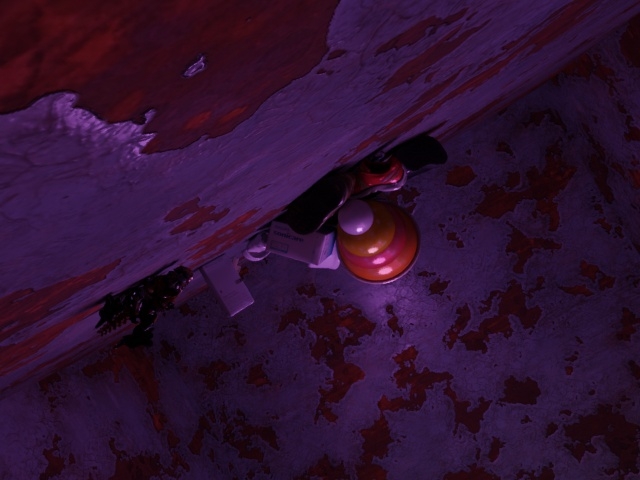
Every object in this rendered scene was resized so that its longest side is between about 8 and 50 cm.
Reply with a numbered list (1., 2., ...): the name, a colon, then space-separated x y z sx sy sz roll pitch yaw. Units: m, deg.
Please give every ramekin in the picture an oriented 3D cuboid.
1. ramekin: 0.000 0.000 1.952 0.135 0.277 0.277 -2 173 -12

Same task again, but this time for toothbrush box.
1. toothbrush box: -0.065 -0.008 1.674 0.295 0.217 0.126 -30 135 -78

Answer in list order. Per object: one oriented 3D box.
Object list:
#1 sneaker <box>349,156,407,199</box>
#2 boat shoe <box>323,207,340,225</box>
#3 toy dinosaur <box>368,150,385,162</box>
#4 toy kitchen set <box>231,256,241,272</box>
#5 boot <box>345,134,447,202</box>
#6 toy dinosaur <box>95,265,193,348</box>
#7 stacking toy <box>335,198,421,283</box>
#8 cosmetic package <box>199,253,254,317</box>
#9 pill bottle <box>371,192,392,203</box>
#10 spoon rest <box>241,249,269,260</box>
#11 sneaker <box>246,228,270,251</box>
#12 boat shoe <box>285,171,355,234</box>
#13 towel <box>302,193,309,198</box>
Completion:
1. sneaker: 0.151 -0.224 1.418 0.279 0.118 0.107 -11 -133 27
2. boat shoe: 0.018 -0.120 1.709 0.255 0.095 0.079 2 141 -39
3. toy dinosaur: 0.186 -0.284 1.461 0.082 0.047 0.090 -40 -145 -11
4. toy kitchen set: -0.446 0.124 2.091 0.075 0.083 0.068 -31 -139 60
5. boot: 0.283 -0.264 1.810 0.367 0.146 0.445 -20 169 -42
6. toy dinosaur: -0.497 0.192 1.173 0.322 0.164 0.218 -53 -171 19
7. stacking toy: 0.175 -0.046 1.528 0.351 0.350 0.480 -31 158 7
8. cosmetic package: -0.380 0.182 1.688 0.117 0.231 0.085 -32 180 -28
9. pill bottle: 0.248 -0.167 2.070 0.188 0.188 0.334 -31 -153 8
10. spoon rest: -0.269 0.030 2.150 0.276 0.084 0.137 -30 179 -34
11. sneaker: -0.238 0.002 1.785 0.115 0.090 0.232 -24 174 25
12. boat shoe: 0.006 -0.119 1.368 0.120 0.122 0.324 -38 -176 -40
13. towel: -0.027 -0.160 1.456 0.060 0.009 0.083 -30 180 19
